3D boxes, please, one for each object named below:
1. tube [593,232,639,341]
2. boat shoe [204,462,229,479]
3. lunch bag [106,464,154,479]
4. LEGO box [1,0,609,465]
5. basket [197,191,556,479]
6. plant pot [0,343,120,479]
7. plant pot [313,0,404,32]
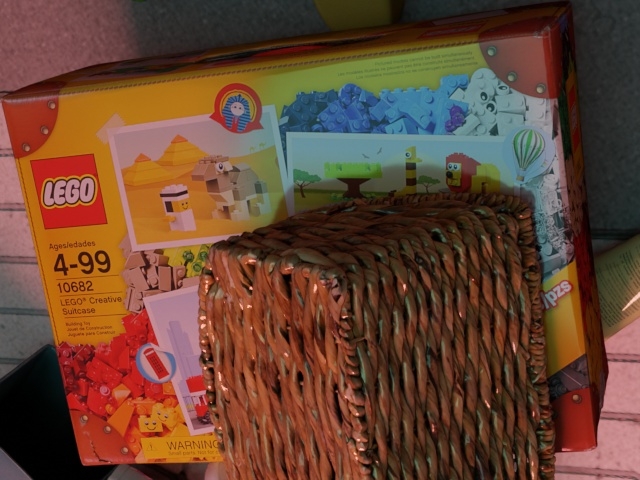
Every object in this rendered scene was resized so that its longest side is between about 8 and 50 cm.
[{"bbox_3d":[0.312,0.029,1.271,0.240,0.062,0.070,-36,48,31],"label":"tube"},{"bbox_3d":[-0.017,0.278,1.363,0.102,0.301,0.108,-32,58,34],"label":"boat shoe"},{"bbox_3d":[-0.183,0.396,1.512,0.223,0.160,0.262,32,120,9],"label":"lunch bag"},{"bbox_3d":[0.000,0.000,1.232,0.500,0.193,0.373,-5,104,18],"label":"LEGO box"},{"bbox_3d":[0.045,0.118,1.099,0.213,0.223,0.299,9,113,49],"label":"basket"},{"bbox_3d":[-0.360,0.279,1.542,0.165,0.165,0.234,44,124,3],"label":"plant pot"},{"bbox_3d":[0.040,-0.241,1.272,0.081,0.081,0.083,-9,114,23],"label":"plant pot"}]
